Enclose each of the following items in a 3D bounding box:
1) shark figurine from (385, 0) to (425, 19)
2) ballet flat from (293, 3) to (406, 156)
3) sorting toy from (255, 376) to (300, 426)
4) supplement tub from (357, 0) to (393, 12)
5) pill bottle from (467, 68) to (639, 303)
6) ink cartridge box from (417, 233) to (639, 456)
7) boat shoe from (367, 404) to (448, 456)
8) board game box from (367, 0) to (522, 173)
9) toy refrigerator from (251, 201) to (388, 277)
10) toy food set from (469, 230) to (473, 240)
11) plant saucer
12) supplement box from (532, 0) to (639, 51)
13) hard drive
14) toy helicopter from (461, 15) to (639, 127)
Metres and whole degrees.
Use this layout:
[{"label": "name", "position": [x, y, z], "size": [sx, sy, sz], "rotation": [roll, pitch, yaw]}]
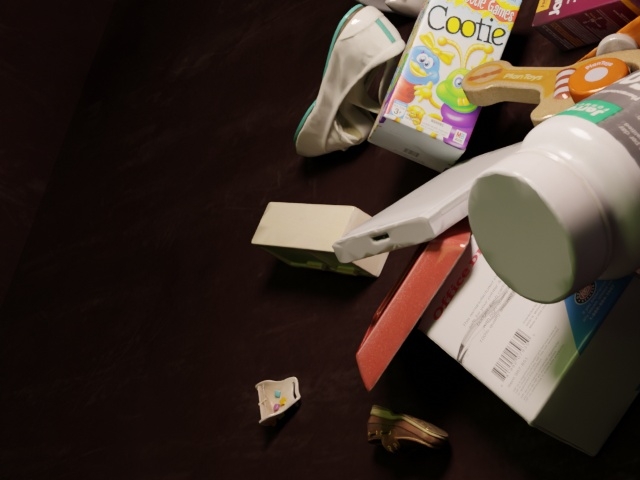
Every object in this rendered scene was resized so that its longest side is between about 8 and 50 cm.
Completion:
[{"label": "shark figurine", "position": [0.272, -0.405, 2.235], "size": [0.278, 0.166, 0.116], "rotation": [-15, 76, 27]}, {"label": "ballet flat", "position": [0.053, -0.248, 2.316], "size": [0.400, 0.139, 0.139], "rotation": [115, 165, -54]}, {"label": "sorting toy", "position": [-0.066, 0.264, 2.167], "size": [0.075, 0.045, 0.083], "rotation": [-36, 37, 21]}, {"label": "supplement tub", "position": [0.155, -0.612, 2.415], "size": [0.235, 0.235, 0.324], "rotation": [-20, 48, 46]}, {"label": "pill bottle", "position": [0.362, -0.079, 1.530], "size": [0.361, 0.204, 0.204], "rotation": [-29, 19, -27]}, {"label": "ink cartridge box", "position": [0.295, 0.103, 1.699], "size": [0.223, 0.129, 0.307], "rotation": [-57, 31, 5]}, {"label": "boat shoe", "position": [0.122, 0.282, 1.864], "size": [0.178, 0.064, 0.060], "rotation": [5, 73, 63]}, {"label": "board game box", "position": [0.200, -0.273, 2.102], "size": [0.142, 0.144, 0.275], "rotation": [122, 170, -75]}, {"label": "toy refrigerator", "position": [0.000, 0.000, 2.238], "size": [0.269, 0.102, 0.094], "rotation": [5, 68, 56]}, {"label": "toy food set", "position": [0.226, 0.003, 1.990], "size": [0.083, 0.020, 0.083], "rotation": [-27, 44, 42]}, {"label": "plant saucer", "position": [0.134, 0.071, 1.889], "size": [0.259, 0.048, 0.258], "rotation": [-57, -1, 16]}, {"label": "supplement box", "position": [0.424, -0.366, 1.966], "size": [0.188, 0.081, 0.104], "rotation": [-9, 57, 52]}, {"label": "hard drive", "position": [0.184, -0.061, 1.910], "size": [0.307, 0.040, 0.203], "rotation": [-33, 11, -40]}, {"label": "toy helicopter", "position": [0.360, -0.235, 1.883], "size": [0.355, 0.140, 0.235], "rotation": [11, 50, 46]}]
